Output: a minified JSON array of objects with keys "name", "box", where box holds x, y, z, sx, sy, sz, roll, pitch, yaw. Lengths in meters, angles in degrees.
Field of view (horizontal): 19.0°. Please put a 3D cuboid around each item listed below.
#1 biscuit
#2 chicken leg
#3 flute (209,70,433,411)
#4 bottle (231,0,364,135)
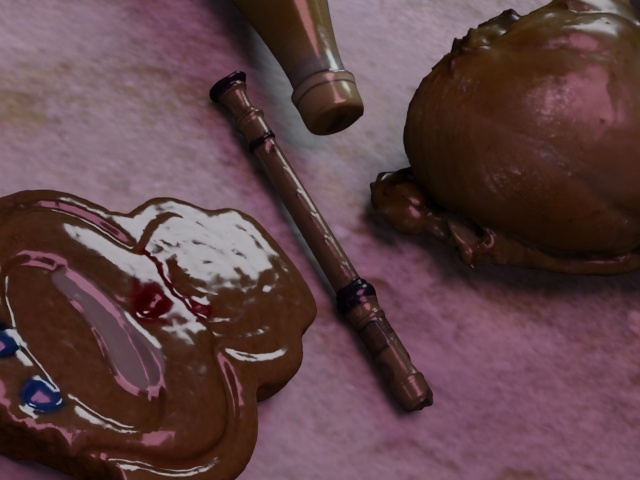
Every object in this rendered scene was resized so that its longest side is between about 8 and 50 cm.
[{"name":"biscuit","box":[-0.134,0.052,0.953,0.320,0.047,0.183,2,51,-30]},{"name":"chicken leg","box":[0.240,-0.024,1.206,0.429,0.153,0.201,24,57,-25]},{"name":"flute","box":[0.000,0.000,1.095,0.027,0.027,0.233,-13,63,-39]},{"name":"bottle","box":[-0.036,-0.184,1.183,0.083,0.083,0.269,-5,59,-36]}]
